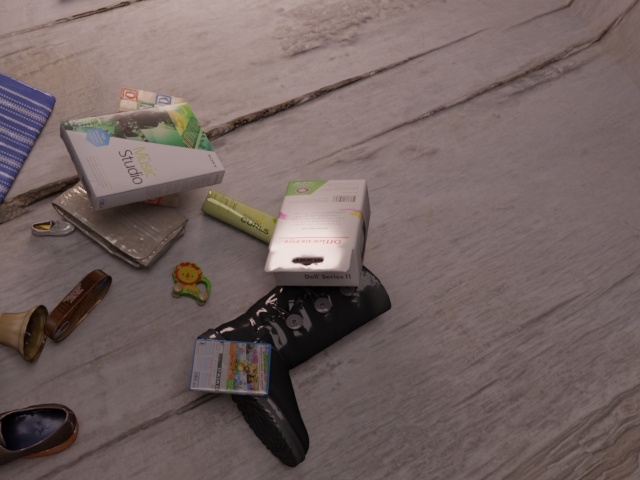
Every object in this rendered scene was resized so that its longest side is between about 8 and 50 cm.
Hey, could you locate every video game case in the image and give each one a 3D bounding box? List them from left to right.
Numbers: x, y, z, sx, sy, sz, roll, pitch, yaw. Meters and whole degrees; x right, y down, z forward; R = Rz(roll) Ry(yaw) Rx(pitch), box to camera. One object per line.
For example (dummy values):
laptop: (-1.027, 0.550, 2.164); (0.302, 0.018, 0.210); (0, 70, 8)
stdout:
video game case: (-0.192, 0.272, 1.594); (0.166, 0.015, 0.119); (5, 55, -4)

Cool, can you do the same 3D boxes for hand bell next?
hand bell: (-0.729, 0.181, 1.599); (0.241, 0.126, 0.126); (9, 61, 2)

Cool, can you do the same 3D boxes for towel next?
towel: (-0.828, -0.274, 1.817); (0.243, 0.040, 0.336); (23, 61, -13)
towel: (-0.480, -0.062, 1.801); (0.282, 0.049, 0.187); (35, 52, 5)

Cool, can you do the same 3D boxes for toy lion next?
toy lion: (-0.311, 0.098, 1.787); (0.100, 0.034, 0.096); (19, 53, -6)

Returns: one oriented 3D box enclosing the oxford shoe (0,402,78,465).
oxford shoe: (-0.673, 0.399, 1.472); (0.363, 0.133, 0.130); (-17, 70, -22)

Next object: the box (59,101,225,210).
box: (-0.416, -0.206, 1.744); (0.321, 0.058, 0.232); (-16, 63, -32)

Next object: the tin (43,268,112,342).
tin: (-0.542, 0.144, 1.655); (0.040, 0.106, 0.190); (32, 59, 10)

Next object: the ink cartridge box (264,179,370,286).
ink cartridge box: (0.000, 0.000, 1.769); (0.207, 0.119, 0.354); (0, 38, 12)

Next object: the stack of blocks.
stack of blocks: (-0.430, -0.236, 1.856); (0.171, 0.087, 0.297); (8, 53, -17)

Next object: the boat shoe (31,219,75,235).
boat shoe: (-0.634, -0.032, 1.757); (0.100, 0.035, 0.035); (-2, 65, -16)

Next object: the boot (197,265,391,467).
boot: (-0.007, 0.253, 1.741); (0.445, 0.146, 0.367); (-31, 77, -31)

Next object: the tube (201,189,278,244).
tube: (-0.182, -0.055, 1.884); (0.240, 0.062, 0.070); (26, 94, -9)
